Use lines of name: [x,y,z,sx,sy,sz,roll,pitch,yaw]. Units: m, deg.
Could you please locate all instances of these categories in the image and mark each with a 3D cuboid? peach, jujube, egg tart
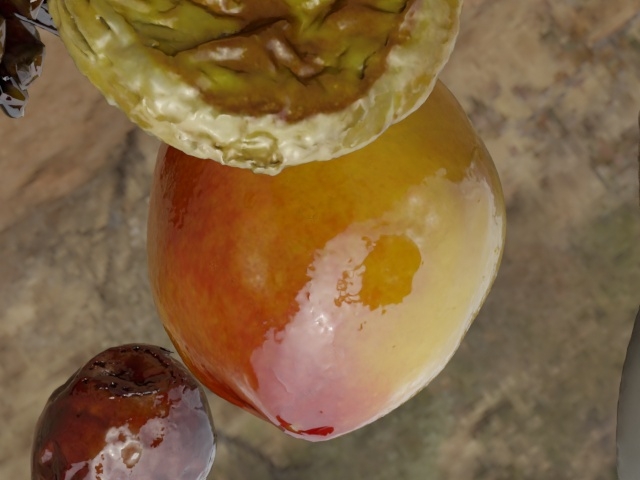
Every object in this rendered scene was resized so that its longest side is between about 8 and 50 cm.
peach: [-0.002,-0.004,1.157,0.289,0.289,0.308,-45,177,35]
jujube: [-0.190,0.211,1.486,0.183,0.183,0.243,-23,142,-33]
egg tart: [-0.039,-0.142,0.887,0.241,0.241,0.106,-28,167,-19]

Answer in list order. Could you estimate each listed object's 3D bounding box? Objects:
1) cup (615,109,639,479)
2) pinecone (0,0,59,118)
cup: [0.232,0.042,0.732,0.301,0.257,0.227,-27,-178,-36]
pinecone: [-0.350,-0.254,1.355,0.384,0.384,0.384,-31,164,-10]
